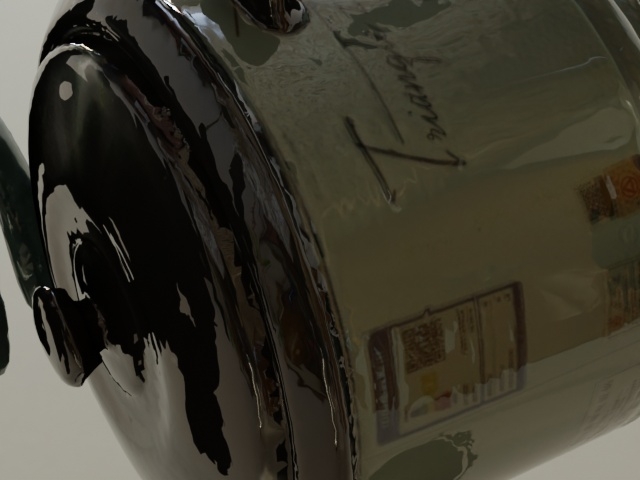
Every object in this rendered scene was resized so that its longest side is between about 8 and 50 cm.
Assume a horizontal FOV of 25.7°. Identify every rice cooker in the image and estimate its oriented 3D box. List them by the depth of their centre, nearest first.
[{"bbox_3d":[0.000,0.000,0.544,0.227,0.281,0.241,-20,-140,-24],"label":"rice cooker"}]

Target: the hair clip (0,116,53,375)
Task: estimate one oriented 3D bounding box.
[{"bbox_3d":[-0.262,0.001,0.492,0.238,0.392,0.318,-4,-163,13],"label":"hair clip"}]
